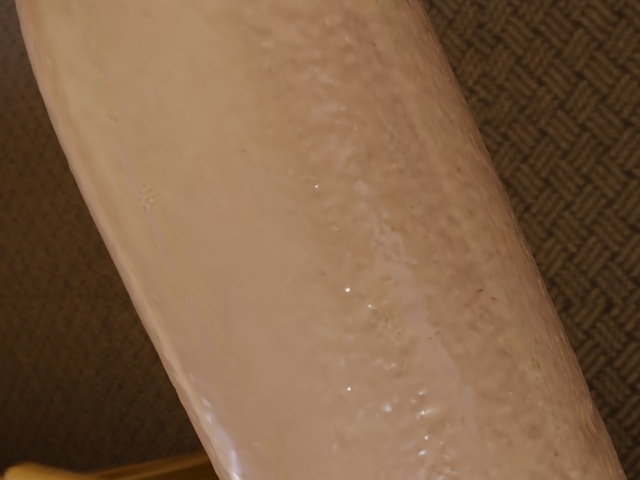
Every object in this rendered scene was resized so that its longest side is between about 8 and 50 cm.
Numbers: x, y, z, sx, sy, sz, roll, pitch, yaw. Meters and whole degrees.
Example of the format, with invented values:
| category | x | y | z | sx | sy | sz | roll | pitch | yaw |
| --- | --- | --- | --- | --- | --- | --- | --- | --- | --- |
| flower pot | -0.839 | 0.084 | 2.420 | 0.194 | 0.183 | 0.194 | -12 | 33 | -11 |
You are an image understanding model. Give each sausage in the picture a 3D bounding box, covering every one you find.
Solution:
| category | x | y | z | sx | sy | sz | roll | pitch | yaw |
| --- | --- | --- | --- | --- | --- | --- | --- | --- | --- |
| sausage | 0.000 | 0.000 | 0.402 | 0.123 | 0.123 | 0.252 | -10 | 107 | 49 |
